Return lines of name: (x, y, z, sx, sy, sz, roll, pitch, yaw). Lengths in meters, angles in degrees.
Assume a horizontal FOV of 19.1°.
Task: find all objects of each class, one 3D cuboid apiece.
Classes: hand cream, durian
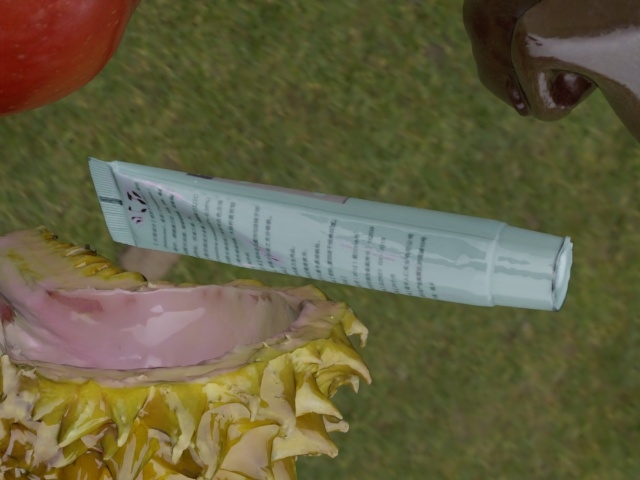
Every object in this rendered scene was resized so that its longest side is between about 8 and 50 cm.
hand cream: (0.000, 0.000, 1.269, 0.085, 0.331, 0.058, 77, 27, -49)
durian: (-0.082, 0.102, 0.791, 0.186, 0.305, 0.195, -4, 96, -14)

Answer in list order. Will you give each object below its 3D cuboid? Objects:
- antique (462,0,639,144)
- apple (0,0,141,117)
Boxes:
antique: (0.219, -0.120, 1.300, 0.257, 0.121, 0.143, 14, 148, 4)
apple: (-0.157, -0.180, 0.789, 0.217, 0.260, 0.260, 25, 97, -1)
